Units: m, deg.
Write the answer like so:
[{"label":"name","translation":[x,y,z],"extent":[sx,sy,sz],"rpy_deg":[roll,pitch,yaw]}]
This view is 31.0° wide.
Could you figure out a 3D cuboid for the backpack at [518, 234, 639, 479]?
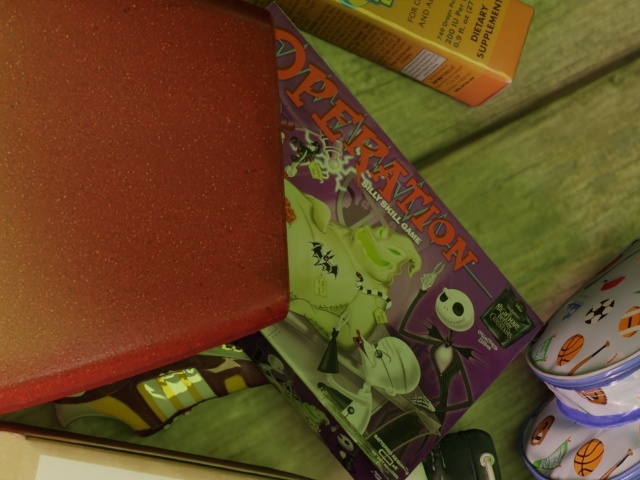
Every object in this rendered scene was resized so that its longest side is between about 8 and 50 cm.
[{"label":"backpack","translation":[0.285,0.122,0.898],"extent":[0.213,0.276,0.263],"rpy_deg":[41,82,-4]}]

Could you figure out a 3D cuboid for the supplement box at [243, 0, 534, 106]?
[{"label":"supplement box","translation":[0.053,-0.197,0.956],"extent":[0.233,0.080,0.078],"rpy_deg":[21,76,-9]}]

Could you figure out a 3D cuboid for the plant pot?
[{"label":"plant pot","translation":[-0.154,-0.035,0.706],"extent":[0.236,0.267,0.267],"rpy_deg":[-2,90,-15]}]

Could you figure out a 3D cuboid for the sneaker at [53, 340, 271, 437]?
[{"label":"sneaker","translation":[-0.113,0.109,0.890],"extent":[0.186,0.069,0.083],"rpy_deg":[5,102,-16]}]

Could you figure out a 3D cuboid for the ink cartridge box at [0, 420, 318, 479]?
[{"label":"ink cartridge box","translation":[-0.122,0.188,0.806],"extent":[0.235,0.193,0.088],"rpy_deg":[13,80,-13]}]

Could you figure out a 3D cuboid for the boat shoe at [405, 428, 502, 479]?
[{"label":"boat shoe","translation":[0.130,0.300,0.904],"extent":[0.091,0.114,0.302],"rpy_deg":[-13,88,-10]}]

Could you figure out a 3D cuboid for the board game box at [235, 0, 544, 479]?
[{"label":"board game box","translation":[0.000,0.000,0.899],"extent":[0.347,0.056,0.208],"rpy_deg":[49,54,-2]}]
